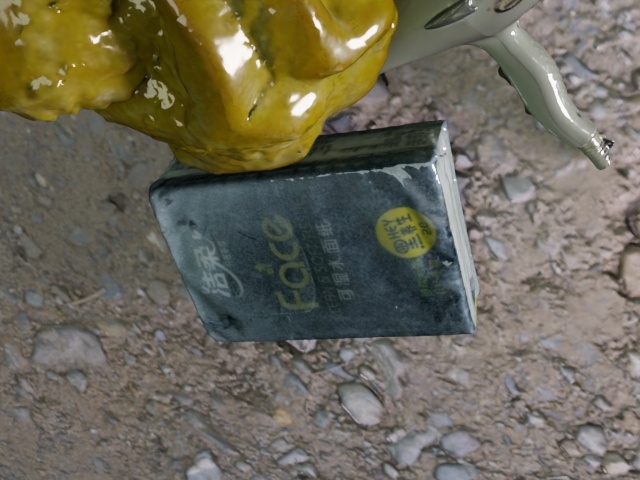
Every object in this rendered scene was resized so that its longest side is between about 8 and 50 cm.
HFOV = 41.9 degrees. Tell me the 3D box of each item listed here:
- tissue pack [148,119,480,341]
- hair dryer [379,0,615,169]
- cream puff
[{"bbox_3d":[0.000,0.000,0.741,0.257,0.081,0.185,-5,123,21],"label":"tissue pack"},{"bbox_3d":[0.103,-0.138,0.660,0.219,0.088,0.224,-4,131,28],"label":"hair dryer"},{"bbox_3d":[-0.093,-0.178,0.554,0.274,0.270,0.323,26,124,23],"label":"cream puff"}]
